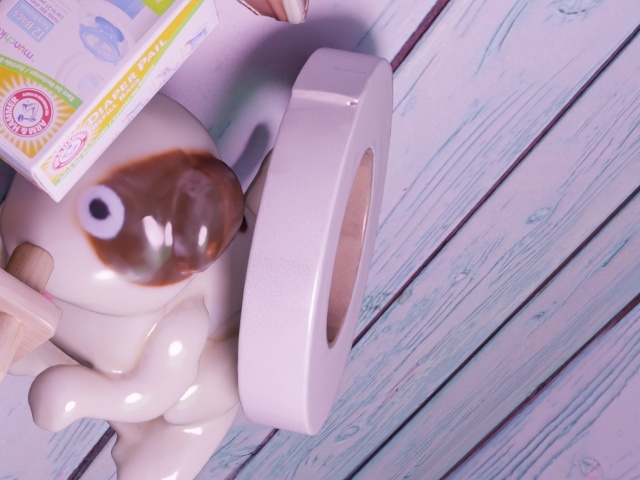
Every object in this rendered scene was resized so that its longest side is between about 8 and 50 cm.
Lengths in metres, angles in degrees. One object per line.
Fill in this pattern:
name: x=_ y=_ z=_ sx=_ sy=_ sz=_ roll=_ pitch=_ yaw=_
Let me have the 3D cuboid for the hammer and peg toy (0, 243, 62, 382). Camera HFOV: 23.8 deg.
hammer and peg toy: x=-0.416 y=0.015 z=1.226 sx=0.361 sy=0.127 sz=0.266 roll=35 pitch=139 yaw=-21

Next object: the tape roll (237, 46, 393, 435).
tape roll: x=0.000 y=0.000 z=1.532 sx=0.072 sy=0.392 sz=0.392 roll=11 pitch=157 yaw=9

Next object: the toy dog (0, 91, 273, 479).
toy dog: x=-0.165 y=0.020 z=1.448 sx=0.395 sy=0.284 sz=0.408 roll=-36 pitch=158 yaw=-11

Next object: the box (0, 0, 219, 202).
box: x=-0.188 y=-0.147 z=1.180 sx=0.203 sy=0.114 sz=0.103 roll=-49 pitch=171 yaw=-8

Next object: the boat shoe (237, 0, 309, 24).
boat shoe: x=-0.072 y=-0.263 z=1.217 sx=0.116 sy=0.123 sz=0.324 roll=2 pitch=166 yaw=8
